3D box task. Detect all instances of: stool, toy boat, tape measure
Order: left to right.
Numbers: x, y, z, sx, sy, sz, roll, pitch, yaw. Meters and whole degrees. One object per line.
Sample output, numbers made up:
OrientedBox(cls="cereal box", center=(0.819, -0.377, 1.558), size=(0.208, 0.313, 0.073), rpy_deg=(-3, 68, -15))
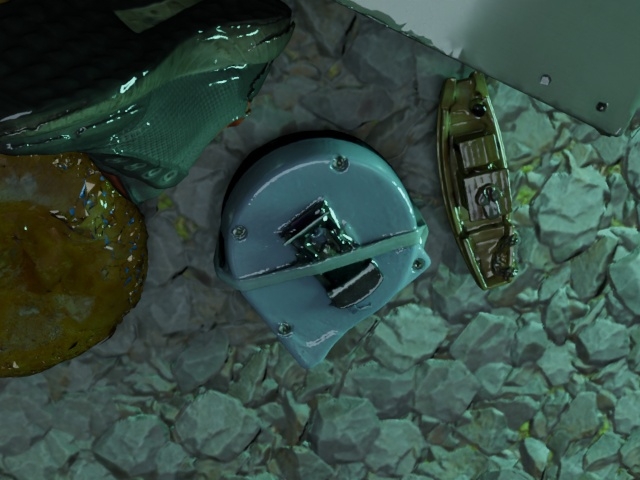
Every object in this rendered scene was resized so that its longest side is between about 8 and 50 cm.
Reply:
OrientedBox(cls="tape measure", center=(-0.003, -0.004, 1.043), size=(0.182, 0.107, 0.181), rpy_deg=(-41, 116, 10))
OrientedBox(cls="toy boat", center=(0.142, -0.054, 1.062), size=(0.064, 0.072, 0.206), rpy_deg=(-15, 111, -5))
OrientedBox(cls="stool", center=(0.125, -0.228, 0.908), size=(0.269, 0.244, 0.170), rpy_deg=(23, 104, -15))

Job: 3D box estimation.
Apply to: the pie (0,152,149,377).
OrientedBox(cls="pie", center=(-0.268, 0.016, 1.004), size=(0.273, 0.069, 0.273), rpy_deg=(-15, 132, -18))

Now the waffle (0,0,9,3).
OrientedBox(cls="waffle", center=(-0.309, -0.204, 0.918), size=(0.247, 0.055, 0.221), rpy_deg=(11, 129, -10))

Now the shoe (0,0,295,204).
OrientedBox(cls="shoe", center=(-0.158, -0.100, 0.911), size=(0.132, 0.336, 0.171), rpy_deg=(31, 125, 20))
